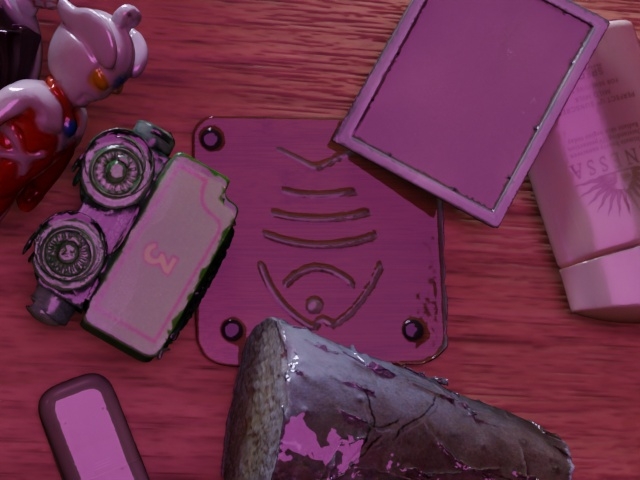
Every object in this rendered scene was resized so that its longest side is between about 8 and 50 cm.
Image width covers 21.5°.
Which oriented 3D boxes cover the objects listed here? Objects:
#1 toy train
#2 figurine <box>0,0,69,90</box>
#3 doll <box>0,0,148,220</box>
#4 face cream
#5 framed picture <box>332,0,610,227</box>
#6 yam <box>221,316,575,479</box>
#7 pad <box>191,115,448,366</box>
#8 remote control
[{"bbox_3d":[-0.198,0.001,1.787,0.188,0.132,0.243,29,79,-5],"label":"toy train"},{"bbox_3d":[-0.384,-0.264,1.787,0.281,0.167,0.370,-7,71,13],"label":"figurine"},{"bbox_3d":[-0.311,-0.091,1.700,0.099,0.188,0.384,43,102,18],"label":"doll"},{"bbox_3d":[0.326,-0.069,1.930,0.173,0.081,0.348,-14,83,-9],"label":"face cream"},{"bbox_3d":[0.170,-0.177,1.896,0.217,0.017,0.274,30,86,6],"label":"framed picture"},{"bbox_3d":[0.068,0.242,1.761,0.348,0.241,0.241,20,77,-9],"label":"yam"},{"bbox_3d":[0.000,0.000,1.888,0.286,0.018,0.284,0,81,-10],"label":"pad"},{"bbox_3d":[-0.211,0.291,1.781,0.090,0.038,0.309,-22,84,-13],"label":"remote control"}]
